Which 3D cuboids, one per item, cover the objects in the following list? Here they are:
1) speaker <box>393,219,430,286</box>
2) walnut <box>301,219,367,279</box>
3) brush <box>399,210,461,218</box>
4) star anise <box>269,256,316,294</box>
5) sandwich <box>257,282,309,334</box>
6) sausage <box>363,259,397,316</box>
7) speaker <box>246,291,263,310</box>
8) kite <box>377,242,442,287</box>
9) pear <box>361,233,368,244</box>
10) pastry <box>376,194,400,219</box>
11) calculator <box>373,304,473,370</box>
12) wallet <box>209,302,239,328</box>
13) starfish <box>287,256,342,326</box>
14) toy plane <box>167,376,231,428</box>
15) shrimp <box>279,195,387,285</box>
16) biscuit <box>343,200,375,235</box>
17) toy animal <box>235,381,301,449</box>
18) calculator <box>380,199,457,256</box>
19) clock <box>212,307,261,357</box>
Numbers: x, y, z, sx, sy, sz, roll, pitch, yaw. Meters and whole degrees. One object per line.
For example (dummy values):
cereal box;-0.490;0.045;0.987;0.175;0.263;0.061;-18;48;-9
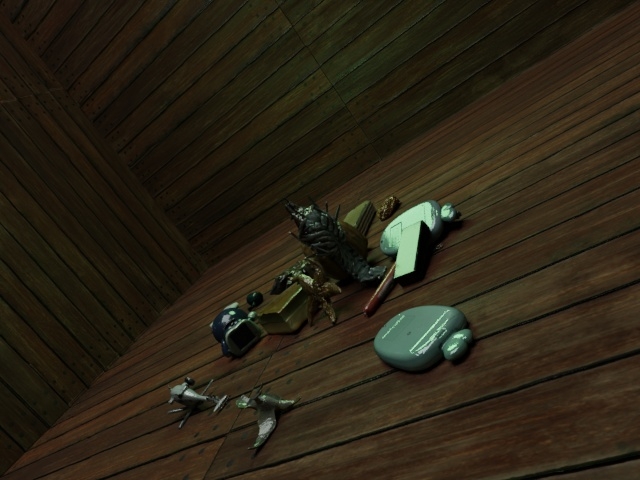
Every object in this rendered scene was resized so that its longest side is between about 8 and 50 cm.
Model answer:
speaker;0.280;0.037;1.408;0.082;0.044;0.218;-27;30;37
walnut;0.051;0.026;1.697;0.225;0.261;0.224;-34;31;24
brush;0.386;-0.082;1.643;0.051;0.070;0.323;-41;16;-19
star anise;-0.082;0.147;1.958;0.315;0.108;0.315;-27;12;6
sandwich;-0.114;0.245;1.685;0.186;0.108;0.220;-44;12;-32
sausage;0.192;0.138;1.395;0.034;0.034;0.253;-20;22;52
speaker;-0.314;0.292;2.205;0.075;0.060;0.094;-23;53;46
kite;0.280;0.078;1.465;0.244;0.006;0.198;-35;12;7
pear;0.130;0.023;1.871;0.131;0.107;0.107;-27;10;-12
pastry;0.309;-0.158;2.138;0.087;0.063;0.169;-29;15;40
calculator;0.222;0.211;1.035;0.184;0.042;0.295;-41;12;-22
wallet;-0.492;0.384;2.365;0.095;0.033;0.190;-30;13;33
starfish;-0.012;0.174;1.509;0.062;0.235;0.277;-5;8;-43
toy plane;-0.418;0.516;1.507;0.182;0.107;0.273;-47;19;-21
shrimp;0.033;-0.003;1.513;0.221;0.410;0.166;-48;10;-31
biscuit;0.156;-0.064;2.170;0.144;0.078;0.426;-31;13;28
toy animal;-0.130;0.405;1.155;0.155;0.095;0.219;-37;12;19
calculator;0.321;-0.044;1.558;0.299;0.041;0.185;-29;37;37
clock;-0.331;0.348;1.819;0.199;0.146;0.243;-45;22;-17
